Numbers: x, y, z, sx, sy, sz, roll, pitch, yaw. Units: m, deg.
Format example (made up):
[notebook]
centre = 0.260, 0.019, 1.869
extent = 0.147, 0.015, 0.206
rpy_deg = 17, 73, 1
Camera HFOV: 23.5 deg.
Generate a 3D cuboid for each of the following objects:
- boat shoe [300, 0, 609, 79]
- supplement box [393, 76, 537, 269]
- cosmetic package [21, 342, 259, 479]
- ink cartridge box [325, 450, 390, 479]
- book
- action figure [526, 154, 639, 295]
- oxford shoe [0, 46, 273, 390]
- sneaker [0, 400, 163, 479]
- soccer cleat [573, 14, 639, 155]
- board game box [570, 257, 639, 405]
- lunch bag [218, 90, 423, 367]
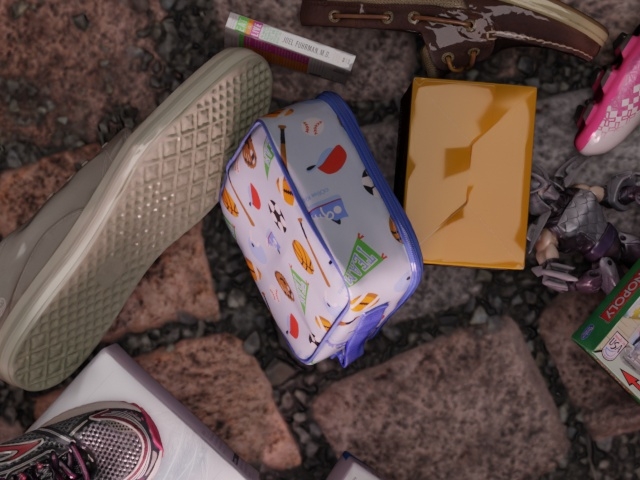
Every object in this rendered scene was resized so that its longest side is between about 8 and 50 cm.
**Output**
[boat shoe]
centre = 0.143, -0.237, 1.712
extent = 0.342, 0.123, 0.123
rpy_deg = 15, 96, 2
[supplement box]
centre = 0.149, -0.066, 1.662
extent = 0.129, 0.194, 0.191
rpy_deg = 4, 88, -1
[cosmetic package]
centre = -0.222, 0.267, 1.669
extent = 0.225, 0.138, 0.224
rpy_deg = 42, 87, 1
[ink cartridge box]
centre = 0.093, 0.323, 1.673
extent = 0.203, 0.148, 0.086
rpy_deg = 33, 86, -2
[book]
centre = -0.034, -0.212, 1.708
extent = 0.144, 0.096, 0.035
rpy_deg = 19, 87, -2
[action figure]
centre = 0.327, 0.016, 1.709
extent = 0.285, 0.099, 0.185
rpy_deg = 43, 69, -9
[oxford shoe]
centre = -0.223, -0.042, 1.679
extent = 0.130, 0.169, 0.449
rpy_deg = 36, 85, 35
[sneaker]
centre = -0.298, 0.255, 1.542
extent = 0.299, 0.112, 0.120
rpy_deg = -24, 87, -2
[soccer cleat]
centre = 0.411, -0.218, 1.716
extent = 0.143, 0.116, 0.331
rpy_deg = 32, 87, -1
[board game box]
centre = 0.435, 0.117, 1.667
extent = 0.213, 0.046, 0.317
rpy_deg = -49, 121, -2
[lunch bag]
centre = 0.000, 0.000, 1.604
extent = 0.115, 0.303, 0.243
rpy_deg = -25, 77, -17
